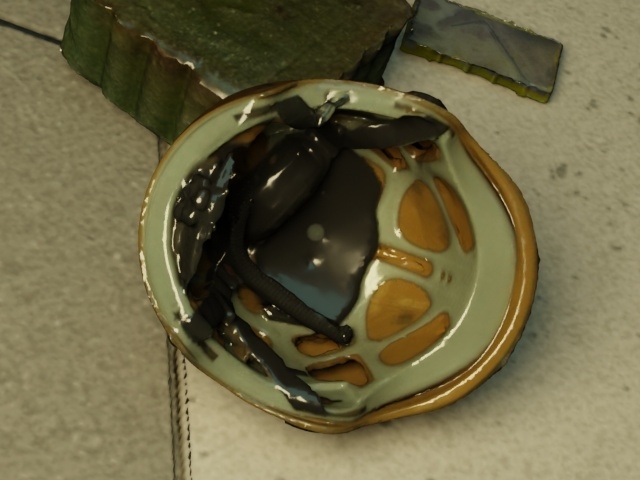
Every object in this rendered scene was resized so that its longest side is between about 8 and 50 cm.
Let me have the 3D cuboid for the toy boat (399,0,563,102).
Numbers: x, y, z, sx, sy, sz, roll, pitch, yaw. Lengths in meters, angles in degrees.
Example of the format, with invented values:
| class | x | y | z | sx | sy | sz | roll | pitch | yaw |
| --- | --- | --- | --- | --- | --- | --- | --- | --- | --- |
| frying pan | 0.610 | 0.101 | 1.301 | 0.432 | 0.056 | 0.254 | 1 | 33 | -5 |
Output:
| class | x | y | z | sx | sy | sz | roll | pitch | yaw |
| --- | --- | --- | --- | --- | --- | --- | --- | --- | --- |
| toy boat | 0.117 | -0.140 | 1.171 | 0.115 | 0.016 | 0.063 | 21 | 48 | -2 |

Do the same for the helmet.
| class | x | y | z | sx | sy | sz | roll | pitch | yaw |
| --- | --- | --- | --- | --- | --- | --- | --- | --- | --- |
| helmet | 0.000 | 0.000 | 0.923 | 0.224 | 0.198 | 0.130 | 17 | 7 | -20 |

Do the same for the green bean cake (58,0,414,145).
| class | x | y | z | sx | sy | sz | roll | pitch | yaw |
| --- | --- | --- | --- | --- | --- | --- | --- | --- | --- |
| green bean cake | -0.056 | -0.133 | 1.053 | 0.173 | 0.094 | 0.181 | 36 | 49 | 11 |
